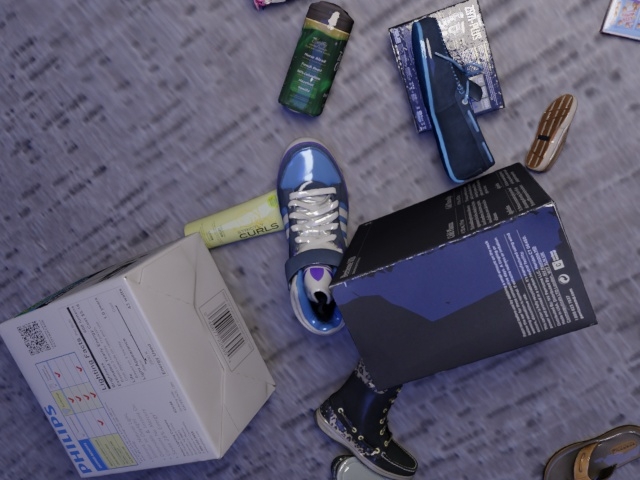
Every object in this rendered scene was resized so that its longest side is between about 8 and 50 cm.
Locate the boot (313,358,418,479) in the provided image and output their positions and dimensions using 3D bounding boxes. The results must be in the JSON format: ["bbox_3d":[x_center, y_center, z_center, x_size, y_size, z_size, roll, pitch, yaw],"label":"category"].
[{"bbox_3d":[0.126,0.352,1.177,0.237,0.085,0.178,34,107,1],"label":"boot"}]

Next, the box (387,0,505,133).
[{"bbox_3d":[0.208,-0.286,0.984,0.148,0.077,0.180,-16,102,16],"label":"box"}]

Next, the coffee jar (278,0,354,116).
[{"bbox_3d":[-0.006,-0.309,1.013,0.079,0.096,0.184,22,109,2],"label":"coffee jar"}]

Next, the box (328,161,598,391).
[{"bbox_3d":[0.213,0.039,0.936,0.313,0.343,0.178,-21,101,17],"label":"box"}]

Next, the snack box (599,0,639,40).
[{"bbox_3d":[0.539,-0.339,0.930,0.179,0.022,0.064,15,109,7],"label":"snack box"}]

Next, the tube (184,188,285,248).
[{"bbox_3d":[-0.141,-0.039,1.138,0.240,0.070,0.062,-16,60,11],"label":"tube"}]

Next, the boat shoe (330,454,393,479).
[{"bbox_3d":[0.147,0.548,1.228,0.114,0.091,0.302,-44,92,-17],"label":"boat shoe"}]

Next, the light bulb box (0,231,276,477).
[{"bbox_3d":[-0.343,0.223,1.132,0.361,0.225,0.357,-19,101,29],"label":"light bulb box"}]

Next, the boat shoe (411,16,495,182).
[{"bbox_3d":[0.207,-0.221,0.921,0.089,0.109,0.258,-17,118,8],"label":"boat shoe"}]

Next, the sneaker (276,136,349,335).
[{"bbox_3d":[0.000,0.000,1.011,0.130,0.236,0.322,-5,109,-5],"label":"sneaker"}]

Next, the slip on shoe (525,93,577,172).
[{"bbox_3d":[0.394,-0.177,0.998,0.041,0.051,0.135,13,103,-34],"label":"slip on shoe"}]

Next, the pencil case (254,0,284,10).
[{"bbox_3d":[-0.021,-0.452,0.980,0.210,0.095,0.098,-12,67,17],"label":"pencil case"}]

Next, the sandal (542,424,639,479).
[{"bbox_3d":[0.523,0.426,1.127,0.219,0.060,0.090,-32,97,18],"label":"sandal"}]
